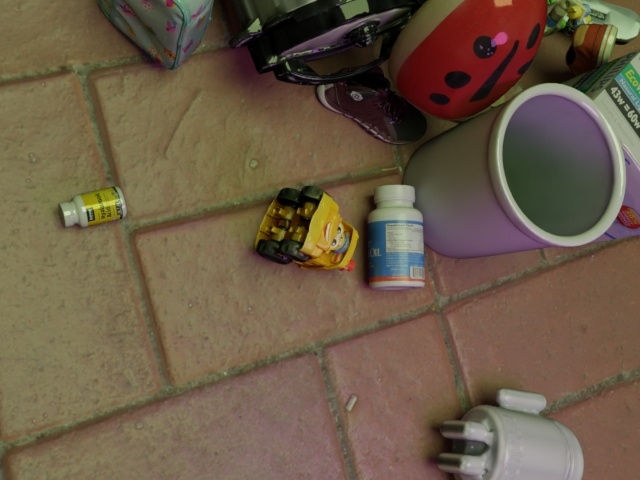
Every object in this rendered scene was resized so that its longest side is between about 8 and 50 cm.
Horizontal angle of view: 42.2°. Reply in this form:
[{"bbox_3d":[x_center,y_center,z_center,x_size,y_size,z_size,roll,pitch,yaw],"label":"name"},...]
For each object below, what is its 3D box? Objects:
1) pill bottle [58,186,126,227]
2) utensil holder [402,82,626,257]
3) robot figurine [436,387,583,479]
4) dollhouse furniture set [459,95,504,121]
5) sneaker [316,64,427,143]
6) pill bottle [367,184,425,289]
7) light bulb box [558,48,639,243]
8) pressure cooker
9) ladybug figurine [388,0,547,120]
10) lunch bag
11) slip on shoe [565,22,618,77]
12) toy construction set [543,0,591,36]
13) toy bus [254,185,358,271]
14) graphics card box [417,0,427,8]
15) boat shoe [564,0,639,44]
[{"bbox_3d":[-0.435,-0.061,1.580,0.116,0.065,0.065,-16,90,-25],"label":"pill bottle"},{"bbox_3d":[0.398,-0.127,1.798,0.327,0.385,0.328,4,81,-25],"label":"utensil holder"},{"bbox_3d":[0.432,0.480,1.832,0.353,0.199,0.300,15,78,-22],"label":"robot figurine"},{"bbox_3d":[0.352,-0.482,1.975,0.198,0.286,0.303,6,53,5],"label":"dollhouse furniture set"},{"bbox_3d":[0.141,-0.301,1.825,0.281,0.162,0.107,19,76,-21],"label":"sneaker"},{"bbox_3d":[0.165,-0.005,1.818,0.124,0.124,0.222,3,81,-24],"label":"pill bottle"},{"bbox_3d":[0.663,-0.201,1.944,0.225,0.361,0.358,-43,101,-23],"label":"light bulb box"},{"bbox_3d":[-0.009,-0.525,1.662,0.421,0.369,0.375,68,23,-6],"label":"pressure cooker"},{"bbox_3d":[0.300,-0.374,1.640,0.305,0.449,0.162,-16,74,-13],"label":"ladybug figurine"},{"bbox_3d":[-0.322,-0.460,1.573,0.224,0.279,0.108,38,68,-4],"label":"lunch bag"},{"bbox_3d":[0.653,-0.447,2.025,0.101,0.331,0.123,18,88,15],"label":"slip on shoe"},{"bbox_3d":[0.530,-0.633,2.010,0.151,0.215,0.328,-4,74,-25],"label":"toy construction set"},{"bbox_3d":[0.000,0.000,1.696,0.211,0.220,0.150,30,75,-25],"label":"toy bus"},{"bbox_3d":[0.289,-0.600,1.820,0.094,0.371,0.233,39,70,-18],"label":"graphics card box"},{"bbox_3d":[0.669,-0.587,2.141,0.306,0.105,0.113,18,86,3],"label":"boat shoe"}]
